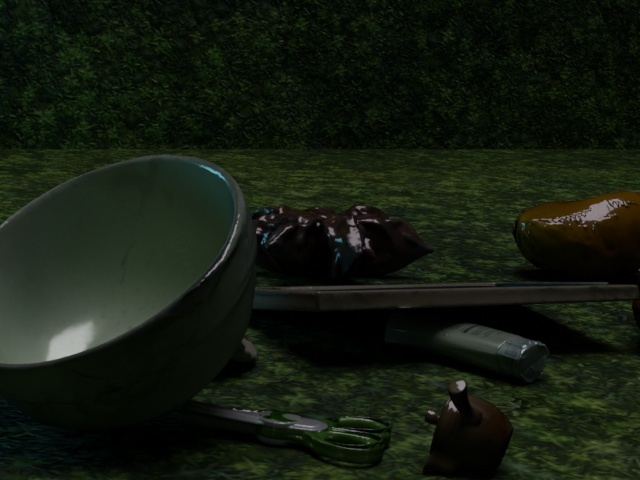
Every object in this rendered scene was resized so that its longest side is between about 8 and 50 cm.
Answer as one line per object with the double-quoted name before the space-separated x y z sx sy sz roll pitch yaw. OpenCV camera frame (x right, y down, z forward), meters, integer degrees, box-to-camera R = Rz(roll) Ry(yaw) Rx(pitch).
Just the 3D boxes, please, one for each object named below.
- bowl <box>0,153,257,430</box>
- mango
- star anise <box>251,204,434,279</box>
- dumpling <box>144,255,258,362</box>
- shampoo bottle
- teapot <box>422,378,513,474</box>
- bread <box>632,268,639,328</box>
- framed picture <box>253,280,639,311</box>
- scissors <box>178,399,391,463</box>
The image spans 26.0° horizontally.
"bowl" -0.194 0.065 1.343 0.307 0.163 0.307 -13 38 11
"mango" 0.426 -0.011 2.197 0.249 0.156 0.151 3 46 -13
"star anise" 0.016 0.001 2.096 0.315 0.108 0.315 1 3 0
"dumpling" -0.166 0.066 1.605 0.227 0.175 0.243 31 19 -17
"shampoo bottle" 0.170 0.122 1.647 0.072 0.049 0.212 -1 10 -43
"teapot" 0.130 0.170 1.254 0.080 0.110 0.085 20 58 14
"bread" 0.459 0.086 1.818 0.124 0.084 0.344 38 20 4
"framed picture" 0.135 0.070 1.791 0.446 0.028 0.326 -1 -1 -24
"scissors" -0.037 0.179 1.323 0.204 0.027 0.101 7 8 10
